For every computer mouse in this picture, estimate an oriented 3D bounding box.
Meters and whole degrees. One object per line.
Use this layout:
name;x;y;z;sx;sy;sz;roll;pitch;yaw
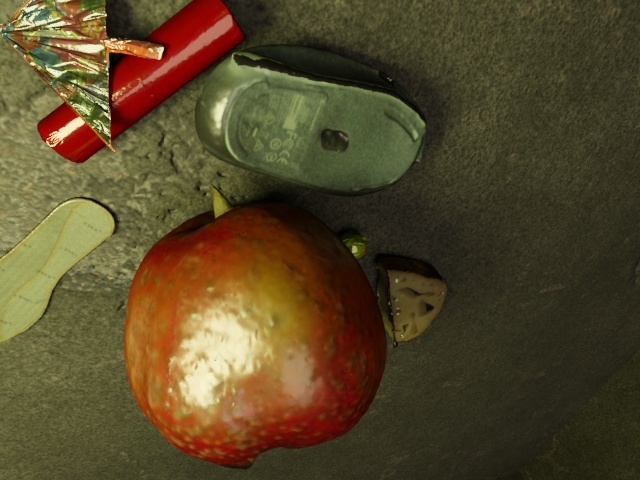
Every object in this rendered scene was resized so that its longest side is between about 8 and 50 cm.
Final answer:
computer mouse;-0.002;-0.172;0.620;0.374;0.114;0.203;6;121;-37

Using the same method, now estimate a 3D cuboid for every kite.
kite;-0.274;-0.221;0.482;0.189;0.009;0.232;6;103;0

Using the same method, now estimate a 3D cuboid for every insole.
insole;-0.462;0.058;0.669;0.348;0.009;0.119;-40;131;10

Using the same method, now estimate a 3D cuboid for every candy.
candy;0.000;0.000;0.807;0.194;0.058;0.062;9;154;-18

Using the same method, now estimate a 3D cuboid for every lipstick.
lipstick;-0.224;-0.200;0.526;0.280;0.073;0.073;-34;132;6

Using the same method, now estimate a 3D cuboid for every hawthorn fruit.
hawthorn fruit;-0.106;0.106;0.644;0.403;0.403;0.402;-12;130;-15

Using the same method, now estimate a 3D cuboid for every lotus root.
lotus root;0.209;0.130;0.979;0.170;0.074;0.260;-14;129;-14
